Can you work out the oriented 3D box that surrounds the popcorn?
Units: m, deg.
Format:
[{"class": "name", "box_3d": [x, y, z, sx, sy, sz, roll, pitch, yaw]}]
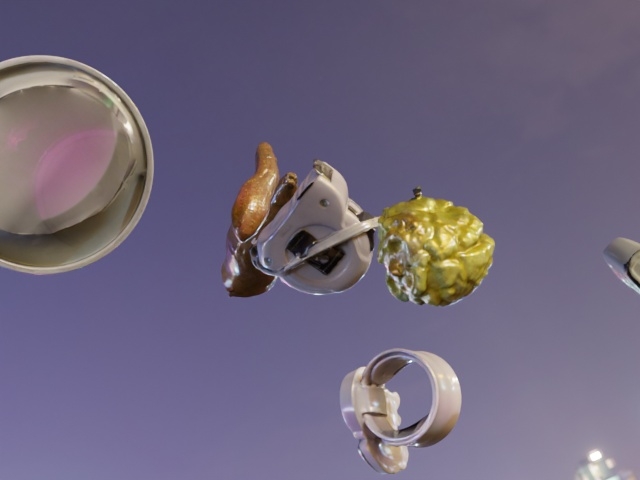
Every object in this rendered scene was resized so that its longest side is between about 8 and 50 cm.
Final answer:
[{"class": "popcorn", "box_3d": [0.151, 0.008, 1.474, 0.173, 0.173, 0.142, -20, -43, -8]}]

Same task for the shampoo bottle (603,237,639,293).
[{"class": "shampoo bottle", "box_3d": [0.591, 0.053, 1.996, 0.071, 0.153, 0.284, -48, 6, 8]}]

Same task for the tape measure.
[{"class": "tape measure", "box_3d": [0.000, 0.000, 1.908, 0.236, 0.197, 0.120, -50, 13, 25]}]

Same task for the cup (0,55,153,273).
[{"class": "cup", "box_3d": [-0.347, -0.094, 1.393, 0.253, 0.253, 0.371, -20, 6, -8]}]

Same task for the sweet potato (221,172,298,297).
[{"class": "sweet potato", "box_3d": [-0.119, -0.023, 2.180, 0.131, 0.131, 0.336, -11, -37, -28]}]

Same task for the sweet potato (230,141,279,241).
[{"class": "sweet potato", "box_3d": [-0.084, -0.079, 1.472, 0.050, 0.214, 0.050, 6, -49, 7]}]

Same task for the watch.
[{"class": "watch", "box_3d": [0.184, 0.355, 2.250, 0.231, 0.244, 0.196, -19, -19, 29]}]
